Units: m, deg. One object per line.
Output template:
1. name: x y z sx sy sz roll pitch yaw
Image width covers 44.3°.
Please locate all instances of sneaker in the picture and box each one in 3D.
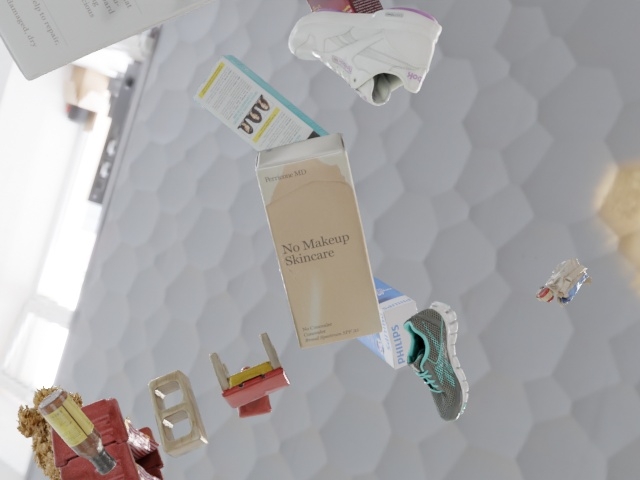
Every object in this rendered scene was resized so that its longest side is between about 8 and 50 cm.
1. sneaker: 0.150 0.170 1.073 0.076 0.166 0.065 -13 -177 -32
2. sneaker: 0.053 -0.305 1.311 0.305 0.152 0.114 11 -179 43

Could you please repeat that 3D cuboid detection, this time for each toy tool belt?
1. toy tool belt: 0.354 0.068 1.128 0.051 0.083 0.052 44 157 -3

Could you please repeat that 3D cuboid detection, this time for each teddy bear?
1. teddy bear: -0.450 0.422 1.450 0.245 0.337 0.113 -23 -179 29

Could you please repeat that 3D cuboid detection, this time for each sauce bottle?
1. sauce bottle: -0.318 0.255 1.036 0.128 0.042 0.042 59 163 -17

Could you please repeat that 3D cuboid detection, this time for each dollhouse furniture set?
1. dollhouse furniture set: -0.213 0.314 1.258 0.374 0.152 0.201 -22 151 -3

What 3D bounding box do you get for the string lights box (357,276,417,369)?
1. string lights box: 0.122 0.164 1.692 0.077 0.133 0.260 -18 -161 -18

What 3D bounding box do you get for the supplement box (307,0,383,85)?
1. supplement box: 0.057 -0.445 1.556 0.073 0.239 0.130 -27 180 -28

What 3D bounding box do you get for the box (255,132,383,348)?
1. box: 0.000 0.000 1.258 0.148 0.311 0.121 -13 -159 3

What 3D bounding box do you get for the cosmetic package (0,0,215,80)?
1. cosmetic package: -0.355 -0.525 1.334 0.394 0.327 0.329 -17 -156 18

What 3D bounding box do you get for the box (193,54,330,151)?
1. box: -0.104 -0.225 1.437 0.244 0.100 0.060 40 -160 1
